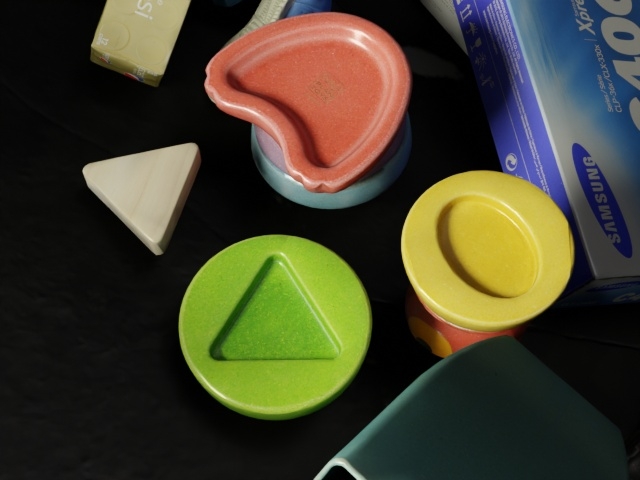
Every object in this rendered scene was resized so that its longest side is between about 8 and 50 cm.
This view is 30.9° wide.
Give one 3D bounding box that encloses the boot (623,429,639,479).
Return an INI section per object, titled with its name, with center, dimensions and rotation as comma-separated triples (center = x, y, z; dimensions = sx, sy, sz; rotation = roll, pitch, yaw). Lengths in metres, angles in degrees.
[boot]
center = 0.343, 0.204, 0.874
dimensions = 0.338, 0.118, 0.222
rotation = -29, 77, -33

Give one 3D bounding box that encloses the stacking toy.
[stacking toy]
center = 0.000, 0.000, 0.877
dimensions = 0.280, 0.130, 0.309
rotation = -31, 67, -13

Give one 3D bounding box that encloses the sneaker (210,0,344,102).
[sneaker]
center = -0.030, -0.158, 0.986
dimensions = 0.084, 0.058, 0.152
rotation = 44, 64, -35

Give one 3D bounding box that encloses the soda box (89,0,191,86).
[soda box]
center = -0.125, -0.219, 0.922
dimensions = 0.061, 0.058, 0.181
rotation = 21, 83, -11

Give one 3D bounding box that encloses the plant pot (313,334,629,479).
[plant pot]
center = 0.086, 0.170, 0.714
dimensions = 0.165, 0.165, 0.234
rotation = 41, 37, 7

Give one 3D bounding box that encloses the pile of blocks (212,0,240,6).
[pile of blocks]
center = -0.148, -0.283, 1.014
dimensions = 0.362, 0.148, 0.113
rotation = 22, 3, -23

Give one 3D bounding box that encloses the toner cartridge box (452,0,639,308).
[toner cartridge box]
center = 0.234, -0.117, 1.033
dimensions = 0.165, 0.075, 0.347
rotation = -3, 69, -28

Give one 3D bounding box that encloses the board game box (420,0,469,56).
[board game box]
center = 0.241, -0.265, 1.220
dimensions = 0.305, 0.053, 0.193
rotation = -24, 69, -39
